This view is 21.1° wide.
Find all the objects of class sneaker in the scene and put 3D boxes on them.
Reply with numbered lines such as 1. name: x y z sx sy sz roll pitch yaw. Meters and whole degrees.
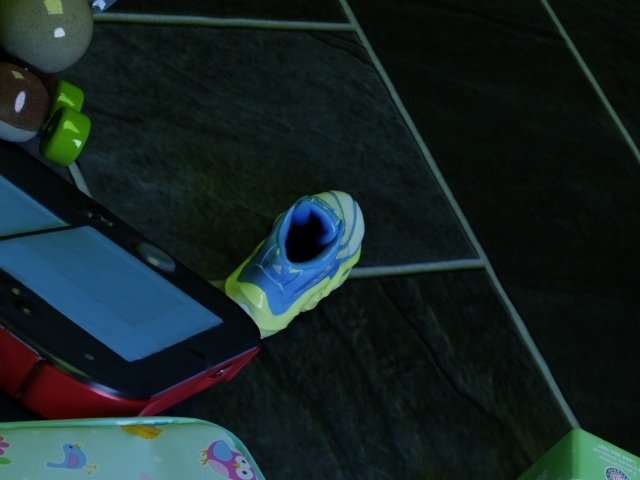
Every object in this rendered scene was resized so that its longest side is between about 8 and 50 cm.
1. sneaker: 0.000 0.000 1.621 0.091 0.126 0.240 41 40 -1

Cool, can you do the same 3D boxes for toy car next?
1. toy car: -0.251 -0.189 1.519 0.155 0.188 0.149 27 15 -22

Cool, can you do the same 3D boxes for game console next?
1. game console: -0.227 0.010 1.334 0.342 0.060 0.386 40 12 9

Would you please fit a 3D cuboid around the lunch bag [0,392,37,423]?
1. lunch bag: -0.192 0.202 1.257 0.223 0.160 0.262 27 36 -11

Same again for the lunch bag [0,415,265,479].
1. lunch bag: -0.146 0.206 1.066 0.279 0.108 0.224 4 33 -34

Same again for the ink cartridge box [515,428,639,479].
1. ink cartridge box: 0.278 0.337 1.549 0.198 0.115 0.273 27 41 -16
